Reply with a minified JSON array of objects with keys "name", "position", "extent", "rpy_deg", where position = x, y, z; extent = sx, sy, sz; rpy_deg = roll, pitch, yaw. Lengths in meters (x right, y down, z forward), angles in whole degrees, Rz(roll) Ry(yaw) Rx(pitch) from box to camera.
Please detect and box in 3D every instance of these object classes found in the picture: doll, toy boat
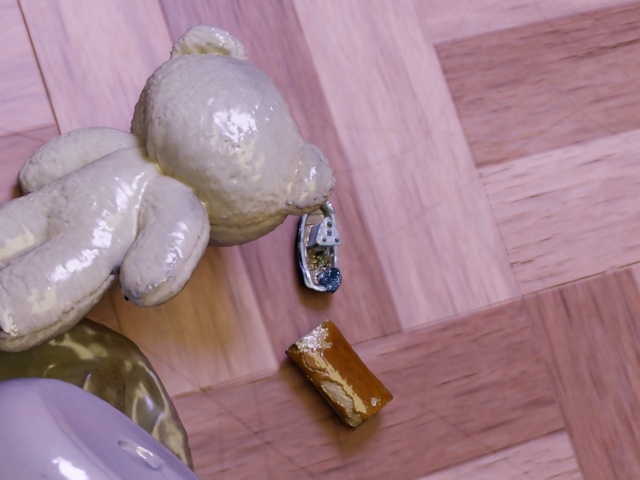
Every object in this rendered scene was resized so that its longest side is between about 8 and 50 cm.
[{"name":"doll","position":[-0.180,0.210,1.205],"extent":[0.251,0.221,0.221],"rpy_deg":[28,62,-48]},{"name":"toy boat","position":[0.000,0.000,1.464],"extent":[0.038,0.038,0.083],"rpy_deg":[1,76,-23]},{"name":"doll","position":[-0.138,-0.017,1.358],"extent":[0.278,0.149,0.175],"rpy_deg":[-32,74,-17]}]

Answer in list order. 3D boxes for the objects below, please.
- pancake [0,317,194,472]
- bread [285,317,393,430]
[{"name":"pancake","position":[-0.224,0.181,1.309],"extent":[0.294,0.049,0.294],"rpy_deg":[8,70,-24]},{"name":"bread","position":[0.014,0.102,1.441],"extent":[0.083,0.036,0.047],"rpy_deg":[51,55,-1]}]
